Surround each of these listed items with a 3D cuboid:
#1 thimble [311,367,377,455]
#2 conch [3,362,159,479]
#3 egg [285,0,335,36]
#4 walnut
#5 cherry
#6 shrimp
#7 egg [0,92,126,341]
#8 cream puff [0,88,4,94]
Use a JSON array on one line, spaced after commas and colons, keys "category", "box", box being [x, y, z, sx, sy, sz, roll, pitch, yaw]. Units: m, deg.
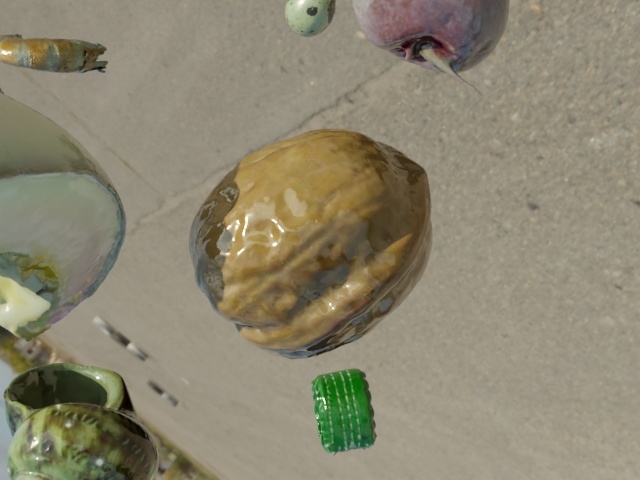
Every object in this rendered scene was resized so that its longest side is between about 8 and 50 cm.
[{"category": "thimble", "box": [0.037, 0.275, 1.268, 0.118, 0.090, 0.130, 104, 156, -69]}, {"category": "conch", "box": [-0.252, 0.207, 0.798, 0.187, 0.124, 0.181, 18, -178, 13]}, {"category": "egg", "box": [-0.015, -0.406, 1.383, 0.085, 0.085, 0.110, 42, 131, -9]}, {"category": "walnut", "box": [-0.001, -0.002, 1.095, 0.306, 0.344, 0.306, 56, -168, -19]}, {"category": "cherry", "box": [0.151, -0.330, 1.051, 0.213, 0.266, 0.183, 20, 158, -27]}, {"category": "shrimp", "box": [-0.600, -0.389, 1.633, 0.287, 0.185, 0.068, 13, 109, 30]}, {"category": "egg", "box": [-0.273, -0.035, 0.560, 0.162, 0.206, 0.271, 51, -157, 16]}, {"category": "cream puff", "box": [-0.428, -0.040, 0.929, 0.257, 0.291, 0.324, 30, 160, 27]}]
